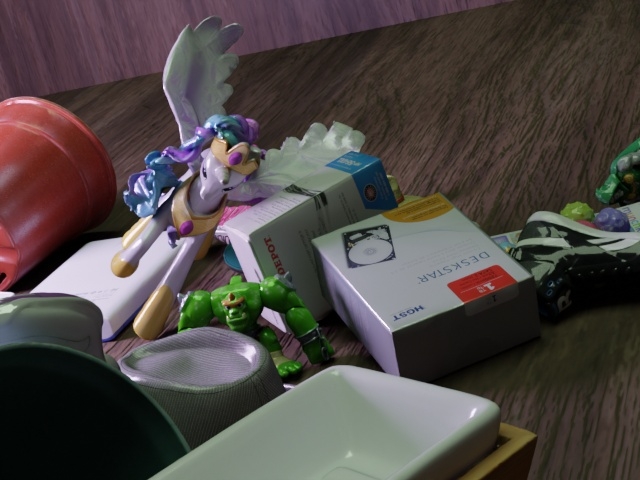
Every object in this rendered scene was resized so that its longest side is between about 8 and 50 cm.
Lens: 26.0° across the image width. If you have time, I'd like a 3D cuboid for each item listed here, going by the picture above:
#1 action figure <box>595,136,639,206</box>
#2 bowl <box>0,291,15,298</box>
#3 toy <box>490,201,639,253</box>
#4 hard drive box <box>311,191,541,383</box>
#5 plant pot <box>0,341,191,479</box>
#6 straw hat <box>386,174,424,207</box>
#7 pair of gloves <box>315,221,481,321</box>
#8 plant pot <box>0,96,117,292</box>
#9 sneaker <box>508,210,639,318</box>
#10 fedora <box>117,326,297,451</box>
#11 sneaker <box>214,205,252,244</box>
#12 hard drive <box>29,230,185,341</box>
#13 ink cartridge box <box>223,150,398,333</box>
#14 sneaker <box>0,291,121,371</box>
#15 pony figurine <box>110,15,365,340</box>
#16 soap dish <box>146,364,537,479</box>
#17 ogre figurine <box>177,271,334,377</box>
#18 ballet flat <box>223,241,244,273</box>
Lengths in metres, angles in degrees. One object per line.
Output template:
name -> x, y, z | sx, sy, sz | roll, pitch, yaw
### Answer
action figure -> 0.466, -0.108, 1.868 | 0.232, 0.137, 0.063 | -30, 34, -14
bowl -> -0.532, 0.128, 2.060 | 0.142, 0.053, 0.142 | -2, 24, 35
toy -> 0.315, -0.007, 1.719 | 0.237, 0.056, 0.137 | -16, 33, 0
hard drive box -> 0.119, 0.054, 1.614 | 0.181, 0.089, 0.232 | -21, 33, -15
plant pot -> -0.263, 0.259, 1.177 | 0.196, 0.293, 0.293 | -35, 3, 38
straw hat -> 0.089, -0.067, 2.106 | 0.144, 0.061, 0.144 | -14, 18, 5
pair of gloves -> 0.083, 0.050, 1.808 | 0.240, 0.042, 0.204 | -11, 23, 28
plant pot -> -0.523, -0.059, 2.307 | 0.272, 0.272, 0.265 | -5, 30, 28
sneaker -> 0.316, 0.049, 1.596 | 0.216, 0.079, 0.121 | 16, 59, 32
fedora -> -0.139, 0.174, 1.497 | 0.275, 0.124, 0.243 | 4, 26, 45
sneaker -> -0.134, -0.012, 2.118 | 0.063, 0.075, 0.170 | -49, 26, -23
hard drive -> -0.334, 0.071, 2.080 | 0.210, 0.040, 0.319 | -7, 20, 22
ink cartridge box -> 0.000, 0.000, 1.741 | 0.203, 0.148, 0.086 | -29, 24, -18
sneaker -> -0.244, 0.149, 1.320 | 0.114, 0.305, 0.152 | -13, 62, 4
pony figurine -> -0.137, -0.084, 1.866 | 0.363, 0.302, 0.351 | -51, 8, 39
soap dish -> 0.000, 0.218, 1.092 | 0.291, 0.118, 0.229 | -29, 24, -35
ogre figurine -> -0.095, 0.106, 1.650 | 0.197, 0.118, 0.097 | -8, 10, 22
ballet flat -> -0.039, 0.006, 2.005 | 0.203, 0.074, 0.074 | -17, 18, 17
